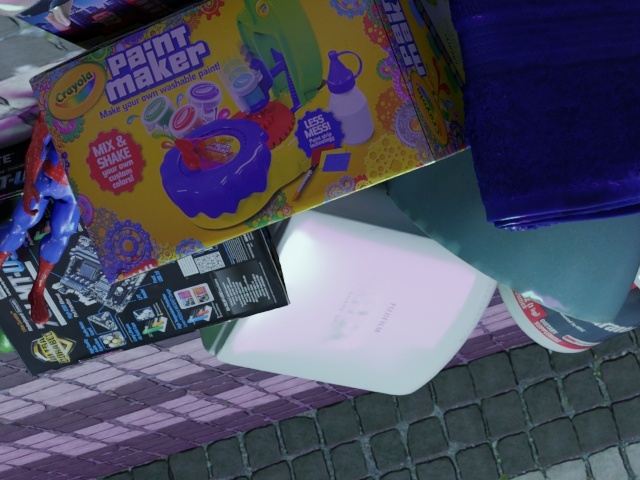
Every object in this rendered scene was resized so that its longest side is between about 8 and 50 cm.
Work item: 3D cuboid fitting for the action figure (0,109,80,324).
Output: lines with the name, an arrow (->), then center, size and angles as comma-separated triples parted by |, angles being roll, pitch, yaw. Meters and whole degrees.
action figure -> -0.238, -0.023, 1.657 | 0.091, 0.139, 0.280 | 13, 122, -21

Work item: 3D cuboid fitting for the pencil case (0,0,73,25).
pencil case -> -0.048, -0.269, 0.998 | 0.410, 0.160, 0.183 | -23, 148, 25

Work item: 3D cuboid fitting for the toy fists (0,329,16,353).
toy fists -> -0.245, 0.054, 2.023 | 0.279, 0.142, 0.096 | -16, -158, -5

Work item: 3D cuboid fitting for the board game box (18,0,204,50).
board game box -> -0.136, -0.216, 1.319 | 0.194, 0.060, 0.194 | -20, 165, 17

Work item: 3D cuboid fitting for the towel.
towel -> 0.191, -0.168, 1.373 | 0.227, 0.308, 0.076 | -8, 175, -24

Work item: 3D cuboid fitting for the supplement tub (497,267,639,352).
supplement tub -> 0.358, 0.008, 2.165 | 0.191, 0.191, 0.272 | -3, 161, -42

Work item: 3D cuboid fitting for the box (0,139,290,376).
box -> -0.206, 0.000, 1.843 | 0.293, 0.073, 0.295 | -15, 141, 4

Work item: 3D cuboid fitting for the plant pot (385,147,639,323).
plant pot -> 0.242, -0.073, 1.954 | 0.290, 0.290, 0.195 | 5, 119, -56

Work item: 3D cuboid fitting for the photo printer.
photo printer -> 0.048, 0.053, 2.087 | 0.307, 0.107, 0.256 | 13, 124, -25

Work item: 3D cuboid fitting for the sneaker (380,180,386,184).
sneaker -> 0.105, -0.046, 2.153 | 0.292, 0.108, 0.169 | -22, 168, 26

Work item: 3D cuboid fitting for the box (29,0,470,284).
box -> -0.021, -0.114, 1.453 | 0.290, 0.177, 0.279 | -20, -178, 25
